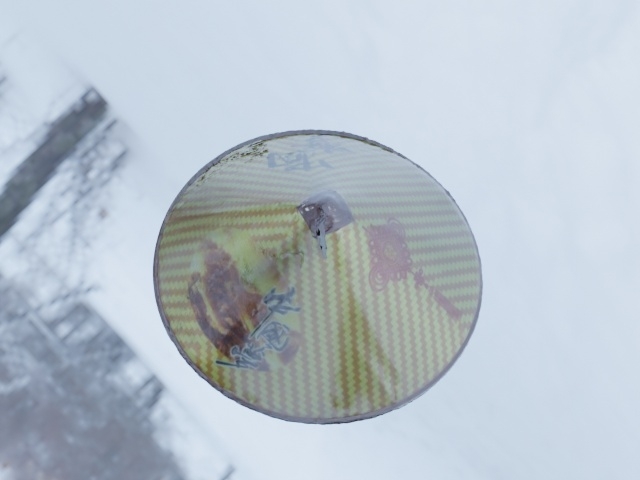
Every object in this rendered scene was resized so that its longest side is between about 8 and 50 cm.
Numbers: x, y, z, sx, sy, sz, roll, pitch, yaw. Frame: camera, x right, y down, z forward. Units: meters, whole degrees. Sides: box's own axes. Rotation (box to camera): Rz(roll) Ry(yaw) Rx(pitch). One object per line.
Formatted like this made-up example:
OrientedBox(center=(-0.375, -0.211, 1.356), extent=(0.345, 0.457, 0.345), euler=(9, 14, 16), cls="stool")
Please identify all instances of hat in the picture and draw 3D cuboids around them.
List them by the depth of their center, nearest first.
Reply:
OrientedBox(center=(0.000, 0.000, 0.884), extent=(0.193, 0.193, 0.082), euler=(44, 158, 20), cls="hat")
